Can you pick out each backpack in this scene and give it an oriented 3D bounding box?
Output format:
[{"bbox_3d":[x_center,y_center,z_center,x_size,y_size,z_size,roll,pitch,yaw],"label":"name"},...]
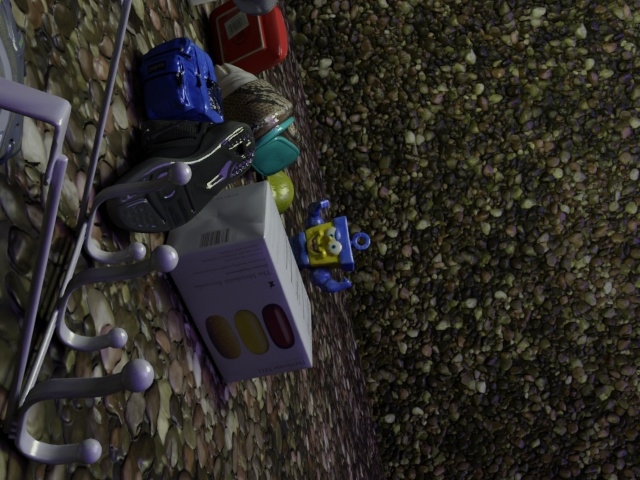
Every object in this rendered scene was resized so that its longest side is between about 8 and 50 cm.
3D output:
[{"bbox_3d":[-0.187,-0.207,0.894,0.101,0.097,0.120,41,39,-71],"label":"backpack"}]

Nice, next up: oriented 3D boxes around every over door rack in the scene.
[{"bbox_3d":[-0.154,-0.023,0.483,0.240,0.108,0.324,-93,-167,-48],"label":"over door rack"}]

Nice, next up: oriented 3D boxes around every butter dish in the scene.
[{"bbox_3d":[-0.119,-0.385,1.299,0.118,0.160,0.160,-1,78,-55],"label":"butter dish"}]

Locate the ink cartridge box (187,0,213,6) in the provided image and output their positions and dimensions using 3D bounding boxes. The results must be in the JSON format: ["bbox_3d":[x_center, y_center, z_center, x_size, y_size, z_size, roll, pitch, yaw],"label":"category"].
[{"bbox_3d":[-0.215,-0.619,1.184,0.207,0.119,0.354,-85,163,-61],"label":"ink cartridge box"}]

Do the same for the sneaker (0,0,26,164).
[{"bbox_3d":[-0.230,-0.070,0.394,0.121,0.111,0.300,76,10,-48],"label":"sneaker"}]

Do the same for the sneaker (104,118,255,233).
[{"bbox_3d":[-0.190,-0.081,0.801,0.227,0.130,0.087,-47,136,-45],"label":"sneaker"}]

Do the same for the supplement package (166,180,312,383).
[{"bbox_3d":[-0.104,0.063,0.944,0.134,0.138,0.244,-93,168,-52],"label":"supplement package"}]

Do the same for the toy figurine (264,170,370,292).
[{"bbox_3d":[0.000,0.000,1.473,0.191,0.217,0.363,59,22,-67],"label":"toy figurine"}]

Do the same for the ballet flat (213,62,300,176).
[{"bbox_3d":[-0.134,-0.215,1.188,0.182,0.164,0.483,57,3,-1],"label":"ballet flat"}]

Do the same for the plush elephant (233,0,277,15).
[{"bbox_3d":[-0.187,-0.458,0.816,0.330,0.255,0.272,78,12,-76],"label":"plush elephant"}]
